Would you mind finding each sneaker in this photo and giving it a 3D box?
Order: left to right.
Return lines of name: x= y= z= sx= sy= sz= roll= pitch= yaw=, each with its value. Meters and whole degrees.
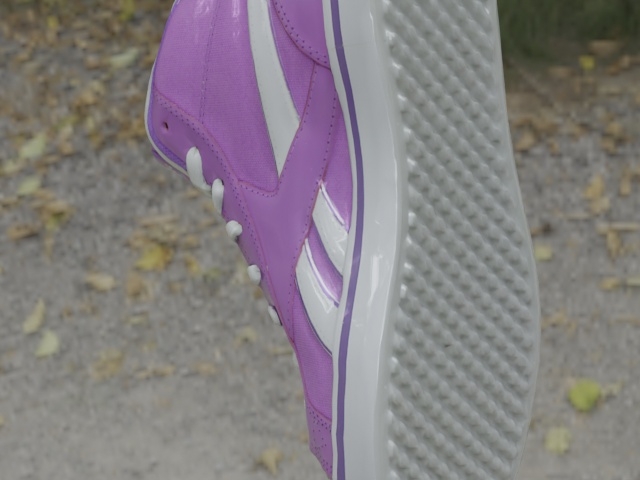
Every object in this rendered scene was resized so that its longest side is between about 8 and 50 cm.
sneaker: x=0.001 y=0.000 z=0.679 sx=0.161 sy=0.282 sz=0.102 roll=-4 pitch=-3 yaw=43
